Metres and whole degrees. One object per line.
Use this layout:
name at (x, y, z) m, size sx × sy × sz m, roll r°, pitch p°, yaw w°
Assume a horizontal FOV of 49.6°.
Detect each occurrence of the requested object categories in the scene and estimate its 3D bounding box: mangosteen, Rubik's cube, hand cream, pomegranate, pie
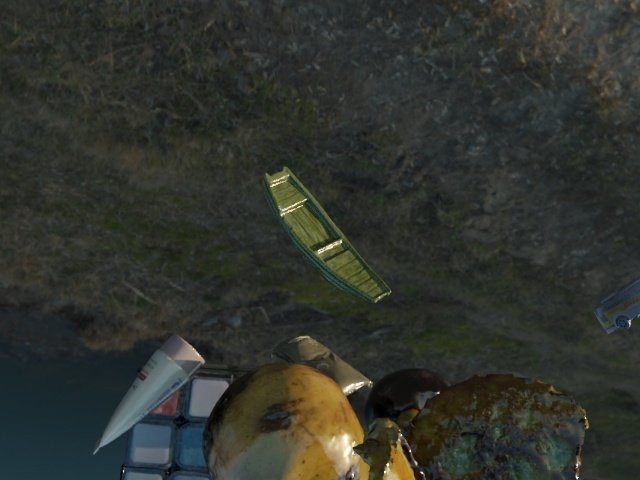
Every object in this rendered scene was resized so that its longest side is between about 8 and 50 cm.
mangosteen at (0.263, 0.483, 1.854) m, size 0.275 × 0.302 × 0.275 m, roll -3°, pitch 105°, yaw -12°
Rubik's cube at (-0.289, 0.489, 1.756) m, size 0.362 × 0.358 × 0.363 m, roll 3°, pitch 175°, yaw -3°
hand cream at (-0.327, 0.288, 1.279) m, size 0.083 × 0.248 × 0.133 m, roll 44°, pitch 161°, yaw -3°
pomegranate at (-0.057, 0.377, 1.241) m, size 0.322 × 0.322 × 0.322 m, roll -5°, pitch 142°, yaw -4°
pie at (0.350, 0.411, 1.377) m, size 0.355 × 0.288 × 0.103 m, roll -7°, pitch 163°, yaw 14°

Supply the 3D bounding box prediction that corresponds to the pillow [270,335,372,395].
pillow at (0.003, 0.310, 1.745) m, size 0.169 × 0.255 × 0.059 m, roll -5°, pitch 117°, yaw -47°

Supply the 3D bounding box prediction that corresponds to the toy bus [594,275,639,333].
toy bus at (0.647, 0.119, 1.416) m, size 0.064 × 0.075 × 0.190 m, roll -28°, pitch 165°, yaw -41°

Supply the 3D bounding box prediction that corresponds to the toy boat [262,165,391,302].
toy boat at (0.000, 0.000, 1.178) m, size 0.093 × 0.293 × 0.055 m, roll -26°, pitch 160°, yaw -44°

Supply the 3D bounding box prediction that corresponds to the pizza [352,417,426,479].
pizza at (0.113, 0.522, 0.932) m, size 0.080 × 0.435 × 0.392 m, roll -14°, pitch 123°, yaw 30°
